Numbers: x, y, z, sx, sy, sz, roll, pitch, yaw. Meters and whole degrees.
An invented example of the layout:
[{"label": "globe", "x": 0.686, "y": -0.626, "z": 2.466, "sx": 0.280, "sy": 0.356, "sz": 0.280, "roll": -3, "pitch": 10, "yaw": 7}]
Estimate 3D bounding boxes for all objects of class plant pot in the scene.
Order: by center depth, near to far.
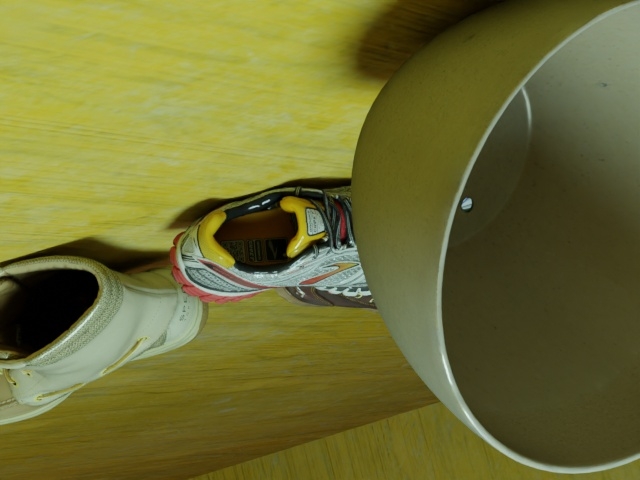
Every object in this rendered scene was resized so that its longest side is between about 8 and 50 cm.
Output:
[{"label": "plant pot", "x": 0.127, "y": -0.028, "z": 1.154, "sx": 0.284, "sy": 0.284, "sz": 0.191, "roll": -8, "pitch": -158, "yaw": -34}]

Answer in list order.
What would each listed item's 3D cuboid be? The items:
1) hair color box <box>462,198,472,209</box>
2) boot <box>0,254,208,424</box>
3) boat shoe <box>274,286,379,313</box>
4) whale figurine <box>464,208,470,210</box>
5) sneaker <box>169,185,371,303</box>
[{"label": "hair color box", "x": 0.116, "y": -0.058, "z": 1.454, "sx": 0.167, "sy": 0.053, "sz": 0.093, "roll": -14, "pitch": 169, "yaw": -9}, {"label": "boot", "x": -0.244, "y": 0.083, "z": 1.585, "sx": 0.262, "sy": 0.095, "sz": 0.203, "roll": -20, "pitch": 169, "yaw": 18}, {"label": "boat shoe", "x": 0.054, "y": 0.028, "z": 1.770, "sx": 0.207, "sy": 0.073, "sz": 0.073, "roll": -5, "pitch": 168, "yaw": -43}, {"label": "whale figurine", "x": 0.186, "y": -0.025, "z": 1.604, "sx": 0.272, "sy": 0.141, "sz": 0.216, "roll": 8, "pitch": 180, "yaw": 26}, {"label": "sneaker", "x": 0.000, "y": 0.000, "z": 1.505, "sx": 0.225, "sy": 0.088, "sz": 0.093, "roll": -12, "pitch": 168, "yaw": -17}]
